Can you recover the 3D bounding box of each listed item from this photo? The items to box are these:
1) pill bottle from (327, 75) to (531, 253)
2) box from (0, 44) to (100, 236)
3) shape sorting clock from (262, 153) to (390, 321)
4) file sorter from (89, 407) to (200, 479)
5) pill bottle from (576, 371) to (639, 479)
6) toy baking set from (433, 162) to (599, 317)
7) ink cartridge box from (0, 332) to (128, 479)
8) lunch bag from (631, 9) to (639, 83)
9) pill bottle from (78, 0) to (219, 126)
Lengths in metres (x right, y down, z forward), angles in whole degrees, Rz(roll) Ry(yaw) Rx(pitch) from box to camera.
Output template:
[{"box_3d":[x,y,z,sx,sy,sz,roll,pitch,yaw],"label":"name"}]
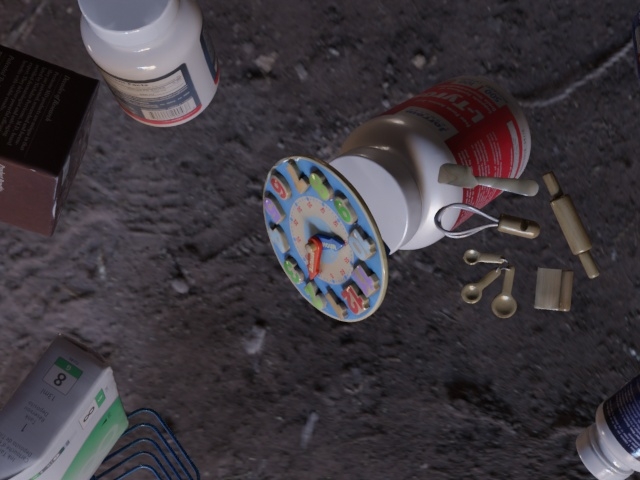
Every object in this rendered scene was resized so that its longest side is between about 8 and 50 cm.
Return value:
[{"box_3d":[0.172,-0.122,1.756,0.229,0.408,0.229,16,120,30],"label":"pill bottle"},{"box_3d":[-0.418,-0.137,1.369,0.203,0.168,0.167,19,58,-9],"label":"box"},{"box_3d":[0.000,0.000,1.196,0.206,0.206,0.040,40,52,24],"label":"shape sorting clock"},{"box_3d":[-0.200,0.274,1.128,0.104,0.170,0.118,-30,66,-26],"label":"file sorter"},{"box_3d":[0.367,0.197,1.158,0.169,0.094,0.094,-48,64,30],"label":"pill bottle"},{"box_3d":[0.271,-0.008,1.472,0.197,0.030,0.256,-20,90,4],"label":"toy baking set"},{"box_3d":[-0.234,0.196,0.792,0.056,0.181,0.224,29,67,7],"label":"ink cartridge box"},{"box_3d":[0.466,-0.130,1.235,0.115,0.243,0.303,-18,49,30],"label":"lunch bag"},{"box_3d":[-0.154,-0.182,0.936,0.108,0.180,0.108,-1,74,2],"label":"pill bottle"}]
